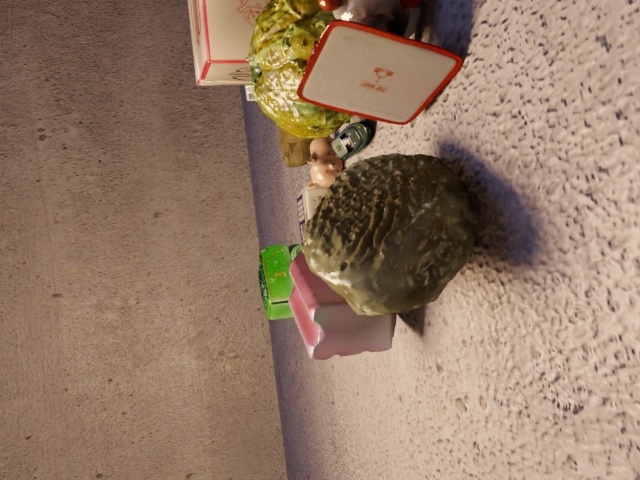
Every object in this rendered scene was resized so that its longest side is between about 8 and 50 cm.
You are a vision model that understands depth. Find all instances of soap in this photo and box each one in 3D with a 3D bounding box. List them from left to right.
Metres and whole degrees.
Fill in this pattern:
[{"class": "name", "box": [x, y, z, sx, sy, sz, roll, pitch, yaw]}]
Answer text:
[{"class": "soap", "box": [0.038, 0.086, 0.916, 0.324, 0.193, 0.109, -126, 35, -66]}]

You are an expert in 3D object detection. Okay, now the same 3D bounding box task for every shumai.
[{"class": "shumai", "box": [0.107, 0.025, 0.654, 0.260, 0.225, 0.222, -100, -15, -60]}]

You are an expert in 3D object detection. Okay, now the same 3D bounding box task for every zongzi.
[{"class": "zongzi", "box": [-0.035, -0.274, 1.286, 0.256, 0.115, 0.228, -131, 32, -50]}]

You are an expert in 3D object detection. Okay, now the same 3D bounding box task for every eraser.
[{"class": "eraser", "box": [0.000, 0.000, 1.273, 0.124, 0.081, 0.278, 156, 108, -75]}]

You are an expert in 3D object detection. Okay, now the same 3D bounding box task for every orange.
[{"class": "orange", "box": [-0.030, -0.338, 0.944, 0.301, 0.223, 0.300, -111, 20, -56]}]

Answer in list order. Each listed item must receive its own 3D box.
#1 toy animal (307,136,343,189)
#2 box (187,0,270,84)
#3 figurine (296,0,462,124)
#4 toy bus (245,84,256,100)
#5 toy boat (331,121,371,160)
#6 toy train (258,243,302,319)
[{"class": "toy animal", "box": [0.013, -0.189, 1.156, 0.089, 0.084, 0.150, 85, -173, -75]}, {"class": "box", "box": [-0.161, -0.568, 1.218, 0.300, 0.314, 0.312, -154, 59, -71]}, {"class": "figurine", "box": [0.076, -0.314, 0.681, 0.160, 0.184, 0.226, 136, 140, -62]}, {"class": "toy bus", "box": [-0.189, -0.580, 1.627, 0.301, 0.113, 0.139, -86, -5, -55]}, {"class": "toy boat", "box": [0.066, -0.203, 0.976, 0.055, 0.060, 0.141, 61, 161, -3]}, {"class": "toy train", "box": [-0.094, 0.121, 1.493, 0.132, 0.188, 0.243, 103, 158, -51]}]
